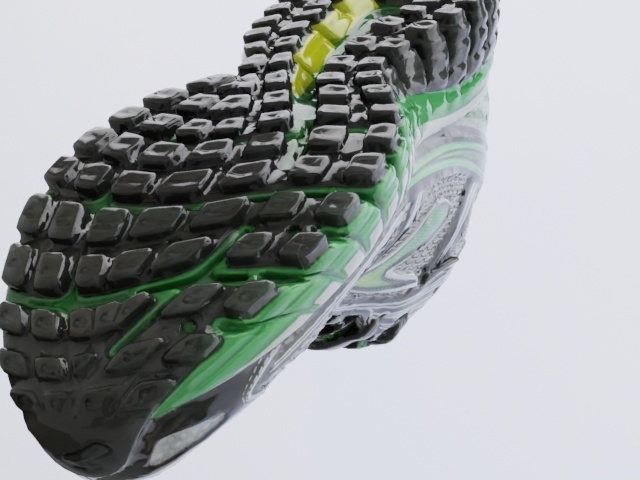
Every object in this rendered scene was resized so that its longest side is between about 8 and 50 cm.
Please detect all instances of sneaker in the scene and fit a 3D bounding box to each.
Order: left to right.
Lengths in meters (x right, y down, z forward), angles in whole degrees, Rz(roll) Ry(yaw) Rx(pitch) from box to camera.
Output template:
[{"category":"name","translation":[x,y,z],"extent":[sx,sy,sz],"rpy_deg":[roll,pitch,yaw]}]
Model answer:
[{"category":"sneaker","translation":[0.000,0.000,0.633],"extent":[0.134,0.343,0.146],"rpy_deg":[5,-62,28]}]
